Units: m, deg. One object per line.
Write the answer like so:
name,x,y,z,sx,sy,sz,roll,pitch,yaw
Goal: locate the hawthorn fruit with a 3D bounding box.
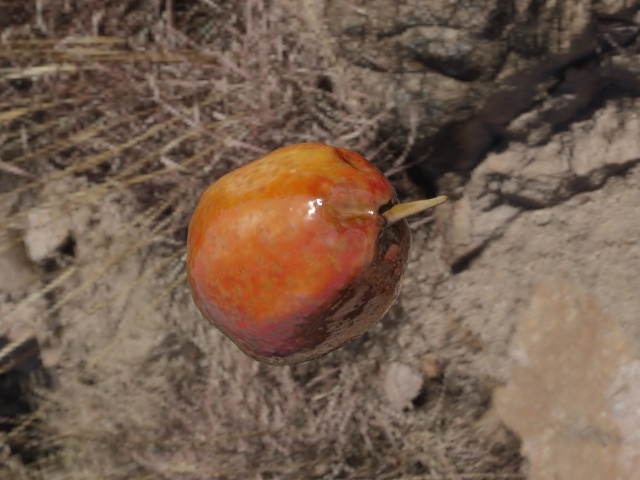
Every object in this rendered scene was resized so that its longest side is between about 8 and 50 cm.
hawthorn fruit,0.000,0.000,1.141,0.262,0.210,0.210,-30,79,41
